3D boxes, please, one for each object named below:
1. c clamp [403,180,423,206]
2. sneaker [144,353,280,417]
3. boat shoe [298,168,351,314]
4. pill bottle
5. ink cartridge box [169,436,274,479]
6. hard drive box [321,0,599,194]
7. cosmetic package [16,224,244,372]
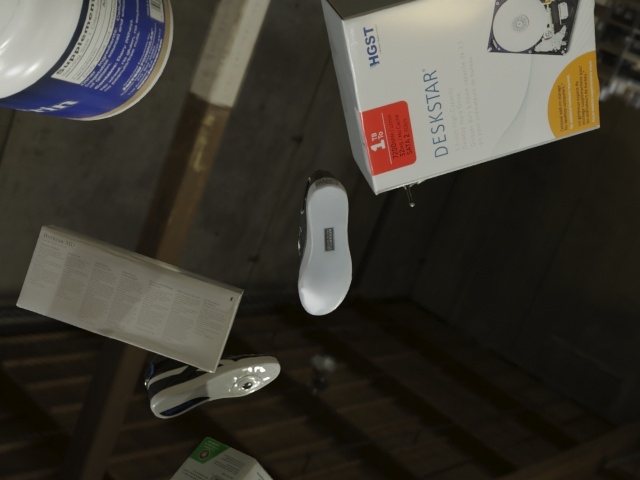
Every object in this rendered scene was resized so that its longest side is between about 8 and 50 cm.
[{"bbox_3d":[0.180,-0.127,1.463,0.022,0.160,0.137,47,-166,-34],"label":"c clamp"},{"bbox_3d":[-0.184,0.199,1.666,0.217,0.079,0.121,-16,-133,-11],"label":"sneaker"},{"bbox_3d":[0.000,0.000,1.505,0.080,0.228,0.076,-6,-148,-8],"label":"boat shoe"},{"bbox_3d":[-0.217,-0.170,0.721,0.153,0.153,0.264,24,-173,10],"label":"pill bottle"},{"bbox_3d":[-0.183,0.424,1.576,0.153,0.208,0.087,10,142,52],"label":"ink cartridge box"},{"bbox_3d":[0.134,-0.168,0.959,0.232,0.181,0.089,-17,-147,-5],"label":"hard drive box"},{"bbox_3d":[-0.217,0.065,1.179,0.239,0.099,0.060,20,-175,-1],"label":"cosmetic package"}]
